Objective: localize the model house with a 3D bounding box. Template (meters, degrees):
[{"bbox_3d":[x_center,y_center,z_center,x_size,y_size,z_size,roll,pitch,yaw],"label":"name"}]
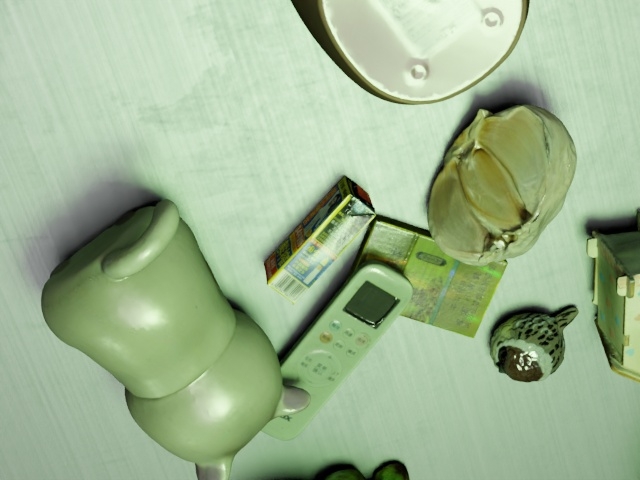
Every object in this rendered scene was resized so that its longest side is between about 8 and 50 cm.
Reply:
[{"bbox_3d":[0.524,0.088,1.877,0.326,0.169,0.244,-7,120,0],"label":"model house"}]

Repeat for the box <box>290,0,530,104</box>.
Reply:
[{"bbox_3d":[0.103,-0.306,1.636,0.301,0.216,0.301,-1,111,-4],"label":"box"}]

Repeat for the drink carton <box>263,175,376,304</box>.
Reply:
[{"bbox_3d":[0.000,0.000,1.829,0.056,0.071,0.165,38,105,-22],"label":"drink carton"}]

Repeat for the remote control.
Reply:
[{"bbox_3d":[0.010,0.150,1.891,0.090,0.038,0.309,32,114,-18],"label":"remote control"}]

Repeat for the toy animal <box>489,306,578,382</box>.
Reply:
[{"bbox_3d":[0.298,0.141,1.904,0.137,0.098,0.098,-28,112,6],"label":"toy animal"}]

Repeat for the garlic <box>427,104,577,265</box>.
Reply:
[{"bbox_3d":[0.246,-0.059,1.784,0.143,0.178,0.229,14,136,-43],"label":"garlic"}]

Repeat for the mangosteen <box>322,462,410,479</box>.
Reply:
[{"bbox_3d":[0.028,0.471,1.917,0.359,0.306,0.306,-39,112,-11],"label":"mangosteen"}]

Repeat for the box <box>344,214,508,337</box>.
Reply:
[{"bbox_3d":[0.140,0.049,1.886,0.193,0.030,0.121,17,110,-13],"label":"box"}]

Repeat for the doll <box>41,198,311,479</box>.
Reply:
[{"bbox_3d":[-0.197,0.119,1.792,0.215,0.226,0.370,-43,124,-20],"label":"doll"}]
